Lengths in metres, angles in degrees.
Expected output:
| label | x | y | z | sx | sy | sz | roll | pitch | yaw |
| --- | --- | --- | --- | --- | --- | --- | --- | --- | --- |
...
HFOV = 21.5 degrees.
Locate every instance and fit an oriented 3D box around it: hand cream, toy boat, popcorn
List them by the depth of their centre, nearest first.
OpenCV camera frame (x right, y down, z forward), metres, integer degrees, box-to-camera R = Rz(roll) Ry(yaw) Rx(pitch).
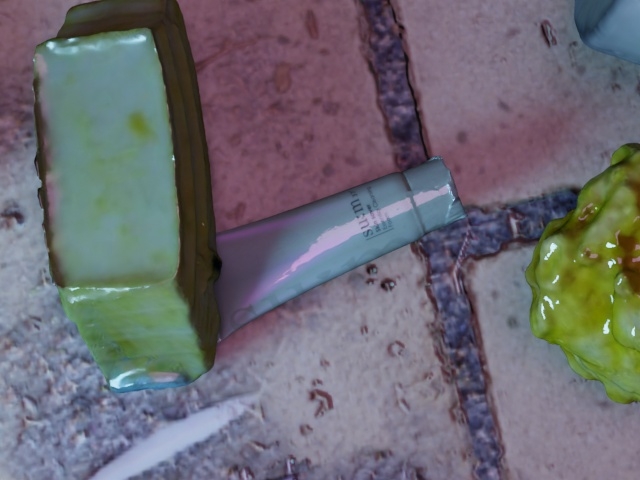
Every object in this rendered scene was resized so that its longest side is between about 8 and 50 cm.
| label | x | y | z | sx | sy | sz | roll | pitch | yaw |
| --- | --- | --- | --- | --- | --- | --- | --- | --- | --- |
| popcorn | 0.235 | 0.026 | 1.122 | 0.197 | 0.197 | 0.155 | -25 | 56 | -8 |
| toy boat | -0.132 | -0.037 | 1.142 | 0.111 | 0.084 | 0.276 | -7 | 84 | 14 |
| hand cream | 0.000 | 0.000 | 1.174 | 0.205 | 0.050 | 0.078 | -23 | 82 | -1 |

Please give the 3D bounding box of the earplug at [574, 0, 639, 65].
| label | x | y | z | sx | sy | sz | roll | pitch | yaw |
| --- | --- | --- | --- | --- | --- | --- | --- | --- | --- |
| earplug | 0.400 | -0.207 | 1.111 | 0.394 | 0.312 | 0.313 | 21 | 81 | -5 |
